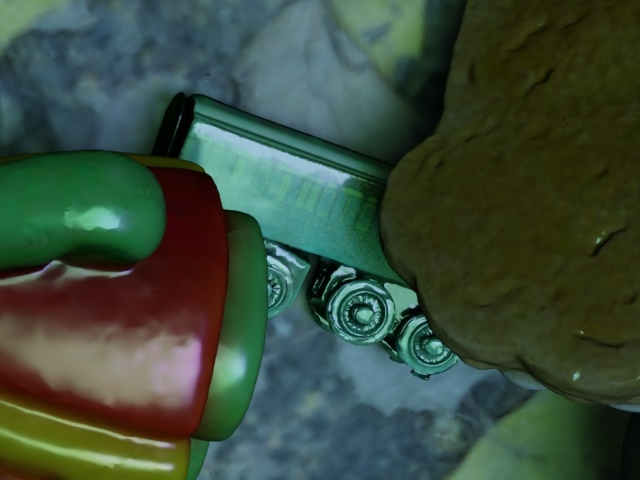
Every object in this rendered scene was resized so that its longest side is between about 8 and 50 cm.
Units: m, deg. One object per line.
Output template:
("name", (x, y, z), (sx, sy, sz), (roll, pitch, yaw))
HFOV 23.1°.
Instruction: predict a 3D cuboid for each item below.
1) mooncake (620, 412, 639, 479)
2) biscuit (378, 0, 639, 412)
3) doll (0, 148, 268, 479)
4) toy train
("mooncake", (0.233, 0.113, 0.563), (0.275, 0.135, 0.275), (-4, 127, -5))
("biscuit", (0.123, -0.037, 0.526), (0.181, 0.049, 0.208), (12, 66, 21))
("doll", (-0.198, 0.003, 0.438), (0.363, 0.182, 0.160), (20, 63, -13))
("toy train", (0.000, 0.000, 0.561), (0.148, 0.038, 0.071), (18, 94, -17))
